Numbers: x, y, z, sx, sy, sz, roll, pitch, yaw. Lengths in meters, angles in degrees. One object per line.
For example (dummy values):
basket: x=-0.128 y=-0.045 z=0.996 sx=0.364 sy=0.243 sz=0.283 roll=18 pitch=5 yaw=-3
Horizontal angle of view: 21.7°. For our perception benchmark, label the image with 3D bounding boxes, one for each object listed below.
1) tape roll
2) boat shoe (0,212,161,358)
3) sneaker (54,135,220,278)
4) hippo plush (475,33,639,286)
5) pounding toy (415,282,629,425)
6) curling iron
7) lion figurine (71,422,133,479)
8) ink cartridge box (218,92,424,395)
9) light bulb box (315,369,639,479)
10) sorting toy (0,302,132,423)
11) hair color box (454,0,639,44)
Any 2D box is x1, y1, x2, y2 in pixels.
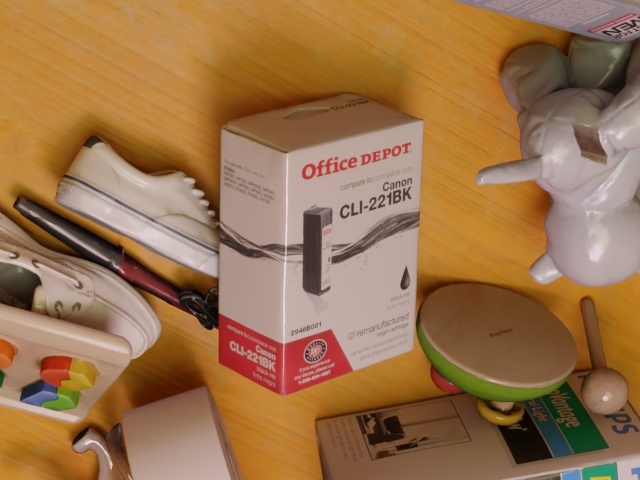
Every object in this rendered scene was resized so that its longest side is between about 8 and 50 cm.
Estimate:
tape roll: x=-0.125 y=0.306 z=1.817 sx=0.100 sy=0.286 sz=0.286 roll=-18 pitch=113 yaw=-3
boat shoe: x=-0.300 y=0.062 z=1.785 sx=0.277 sy=0.096 sz=0.098 roll=30 pitch=120 yaw=-16
sneaker: x=-0.154 y=-0.027 z=1.790 sx=0.258 sy=0.094 sz=0.091 roll=28 pitch=84 yaw=-27
hippo plush: x=0.316 y=-0.070 z=1.766 sx=0.234 sy=0.294 sz=0.236 roll=-10 pitch=122 yaw=18
pounding toy: x=0.210 y=0.146 z=1.882 sx=0.237 sy=0.183 sz=0.110 roll=7 pitch=124 yaw=-15
curling iron: x=-0.210 y=0.021 z=1.822 sx=0.274 sy=0.035 sz=0.068 roll=31 pitch=143 yaw=-15
lion figurine: x=-0.290 y=0.403 z=1.898 sx=0.392 sy=0.142 sz=0.240 roll=-42 pitch=99 yaw=15
ink cartridge box: x=0.000 y=0.000 z=1.770 sx=0.197 sy=0.114 sz=0.273 roll=-16 pitch=117 yaw=-39
light bulb box: x=0.203 y=0.374 z=1.933 sx=0.361 sy=0.225 sz=0.358 roll=-10 pitch=112 yaw=-5
sorting toy: x=-0.319 y=0.138 z=1.793 sx=0.193 sy=0.038 sz=0.208 roll=17 pitch=148 yaw=-15
hair color box: x=0.179 y=-0.329 z=1.637 sx=0.374 sy=0.113 sz=0.185 roll=10 pitch=77 yaw=-26
